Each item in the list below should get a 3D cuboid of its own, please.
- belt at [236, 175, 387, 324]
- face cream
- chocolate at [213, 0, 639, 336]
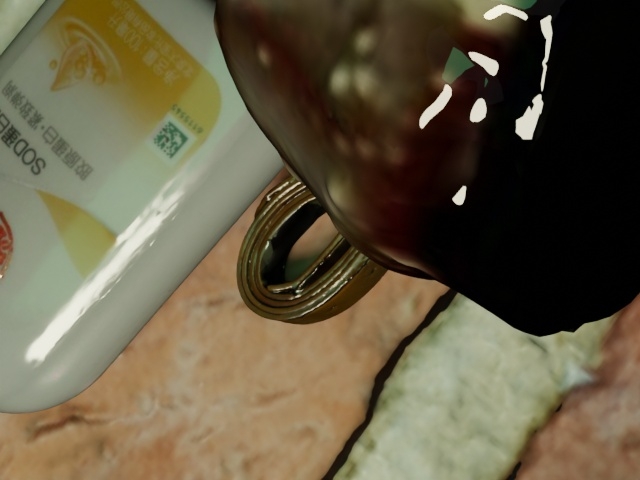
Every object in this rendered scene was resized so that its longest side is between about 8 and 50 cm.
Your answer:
[{"bbox_3d":[0.000,0.000,0.884,0.083,0.036,0.059,-46,69,10],"label":"belt"},{"bbox_3d":[-0.135,-0.001,0.906,0.291,0.071,0.144,-47,68,11],"label":"face cream"},{"bbox_3d":[0.080,-0.153,0.777,0.210,0.225,0.340,28,95,29],"label":"chocolate"}]
